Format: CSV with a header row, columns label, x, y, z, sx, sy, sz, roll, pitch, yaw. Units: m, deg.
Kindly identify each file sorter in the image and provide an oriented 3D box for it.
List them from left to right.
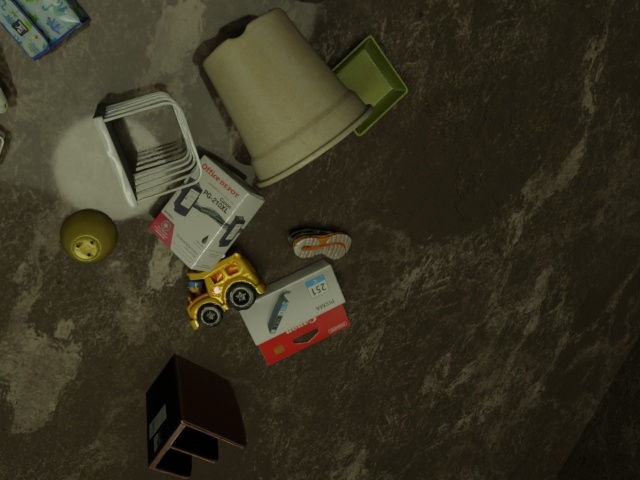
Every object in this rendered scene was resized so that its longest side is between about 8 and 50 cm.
label,x,y,z,sx,sy,sz,roll,pitch,yaw
file sorter,-0.381,-0.219,1.162,0.173,0.278,0.192,-21,115,-13

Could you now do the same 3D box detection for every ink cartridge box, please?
label,x,y,z,sx,sy,sz,roll,pitch,yaw
ink cartridge box,-0.282,-0.067,1.304,0.237,0.172,0.100,-52,161,5
ink cartridge box,-0.066,0.230,1.559,0.296,0.066,0.261,-25,115,-8

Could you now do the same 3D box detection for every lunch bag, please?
label,x,y,z,sx,sy,sz,roll,pitch,yaw
lunch bag,-0.595,-0.475,1.098,0.151,0.096,0.128,-30,120,10

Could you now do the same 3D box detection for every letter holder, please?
label,x,y,z,sx,sy,sz,roll,pitch,yaw
letter holder,-0.342,0.490,1.428,0.214,0.302,0.152,33,97,-27

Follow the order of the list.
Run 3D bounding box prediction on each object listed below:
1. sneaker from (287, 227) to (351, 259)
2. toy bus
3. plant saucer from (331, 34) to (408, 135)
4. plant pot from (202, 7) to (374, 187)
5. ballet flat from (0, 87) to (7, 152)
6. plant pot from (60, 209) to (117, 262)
label,x,y,z,sx,sy,sz,roll,pitch,yaw
sneaker,0.000,0.000,1.490,0.215,0.083,0.084,4,114,-39
toy bus,-0.286,0.104,1.401,0.220,0.149,0.211,-30,103,-3
plant saucer,0.110,-0.409,1.388,0.188,0.045,0.188,-43,117,0
plant pot,-0.097,-0.344,1.217,0.334,0.334,0.305,-36,105,-3
ballet flat,-0.748,-0.261,1.116,0.139,0.139,0.400,14,109,-23
plant pot,-0.572,0.003,1.280,0.134,0.095,0.134,-6,111,-16
